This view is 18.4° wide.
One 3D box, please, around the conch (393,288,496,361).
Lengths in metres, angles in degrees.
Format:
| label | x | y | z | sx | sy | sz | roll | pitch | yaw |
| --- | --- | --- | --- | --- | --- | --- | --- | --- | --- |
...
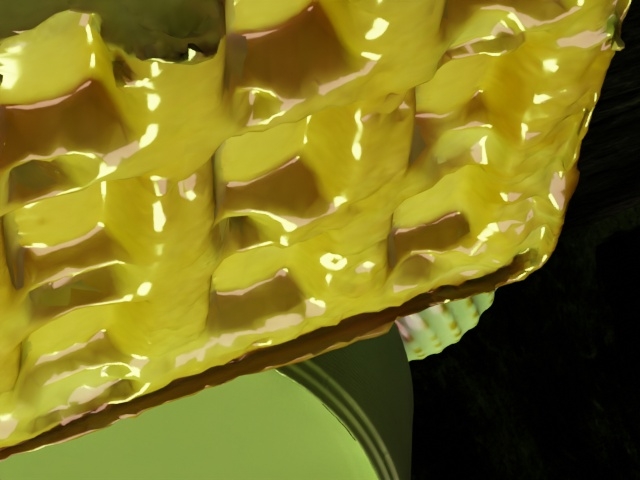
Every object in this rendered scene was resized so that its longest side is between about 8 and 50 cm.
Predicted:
| label | x | y | z | sx | sy | sz | roll | pitch | yaw |
| --- | --- | --- | --- | --- | --- | --- | --- | --- | --- |
| conch | 0.004 | -0.008 | 1.033 | 0.200 | 0.172 | 0.131 | -23 | 148 | -37 |

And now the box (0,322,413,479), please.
| label | x | y | z | sx | sy | sz | roll | pitch | yaw |
| --- | --- | --- | --- | --- | --- | --- | --- | --- | --- |
| box | -0.070 | 0.109 | 0.931 | 0.226 | 0.226 | 0.149 | -22 | -161 | 12 |

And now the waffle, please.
| label | x | y | z | sx | sy | sz | roll | pitch | yaw |
| --- | --- | --- | --- | --- | --- | --- | --- | --- | --- |
| waffle | -0.063 | -0.018 | 0.682 | 0.348 | 0.077 | 0.304 | -18 | 156 | -13 |
